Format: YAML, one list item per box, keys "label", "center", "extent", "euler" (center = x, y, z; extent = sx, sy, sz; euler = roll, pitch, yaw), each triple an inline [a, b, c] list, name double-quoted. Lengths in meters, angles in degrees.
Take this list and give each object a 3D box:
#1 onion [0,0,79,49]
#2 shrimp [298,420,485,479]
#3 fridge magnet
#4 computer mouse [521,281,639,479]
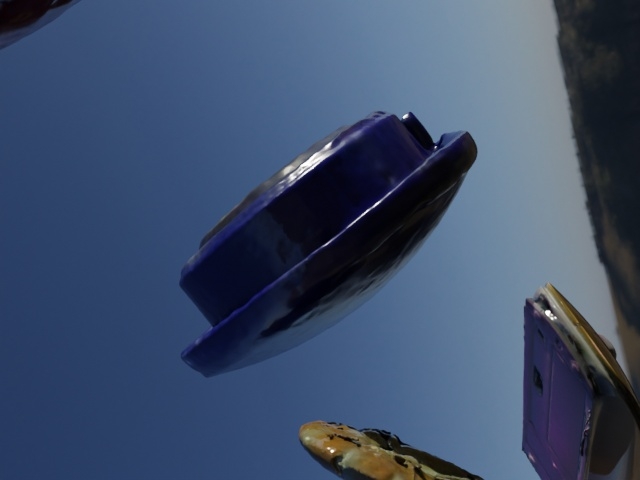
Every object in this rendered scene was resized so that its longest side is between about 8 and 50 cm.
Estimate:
- label: "onion"
  center: [-0.183, -0.242, 0.317]
  extent: [0.347, 0.286, 0.347]
  euler: [-49, -29, -39]
- label: "shrimp"
  center: [0.069, 0.151, 0.529]
  extent: [0.043, 0.184, 0.091]
  euler: [-67, 12, -3]
- label: "fridge magnet"
  center: [0.000, 0.000, 0.668]
  extent: [0.112, 0.265, 0.265]
  euler: [50, -158, -1]
- label: "computer mouse"
  center: [0.249, 0.168, 0.869]
  extent: [0.310, 0.072, 0.158]
  euler: [76, 170, -47]
